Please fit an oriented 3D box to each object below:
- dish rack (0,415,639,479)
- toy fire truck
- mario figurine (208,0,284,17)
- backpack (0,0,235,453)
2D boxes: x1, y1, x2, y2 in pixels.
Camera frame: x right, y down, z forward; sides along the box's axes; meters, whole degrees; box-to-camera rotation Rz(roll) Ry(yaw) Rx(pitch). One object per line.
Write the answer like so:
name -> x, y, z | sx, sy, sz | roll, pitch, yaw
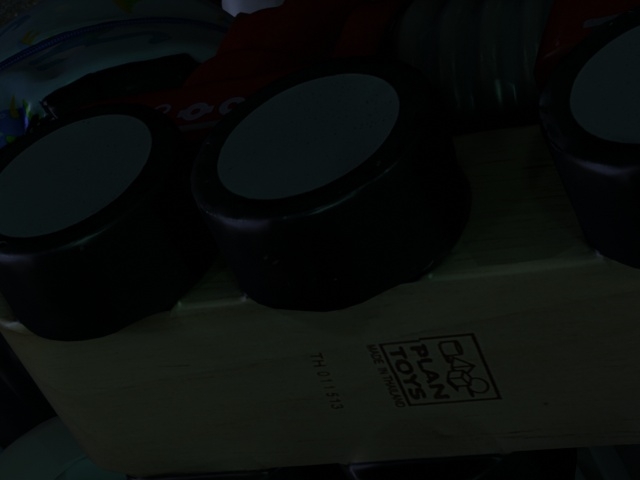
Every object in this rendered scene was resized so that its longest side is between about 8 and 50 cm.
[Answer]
dish rack -> 0.072, 0.171, 0.422 | 0.333, 0.286, 0.072 | -118, 31, -42
toy fire truck -> 0.055, -0.031, 0.455 | 0.158, 0.217, 0.246 | 63, -149, -35
mario figurine -> -0.012, -0.109, 1.218 | 0.320, 0.170, 0.198 | 57, 136, 7
backpack -> -0.062, 0.040, 0.848 | 0.355, 0.290, 0.273 | 49, -169, -40
